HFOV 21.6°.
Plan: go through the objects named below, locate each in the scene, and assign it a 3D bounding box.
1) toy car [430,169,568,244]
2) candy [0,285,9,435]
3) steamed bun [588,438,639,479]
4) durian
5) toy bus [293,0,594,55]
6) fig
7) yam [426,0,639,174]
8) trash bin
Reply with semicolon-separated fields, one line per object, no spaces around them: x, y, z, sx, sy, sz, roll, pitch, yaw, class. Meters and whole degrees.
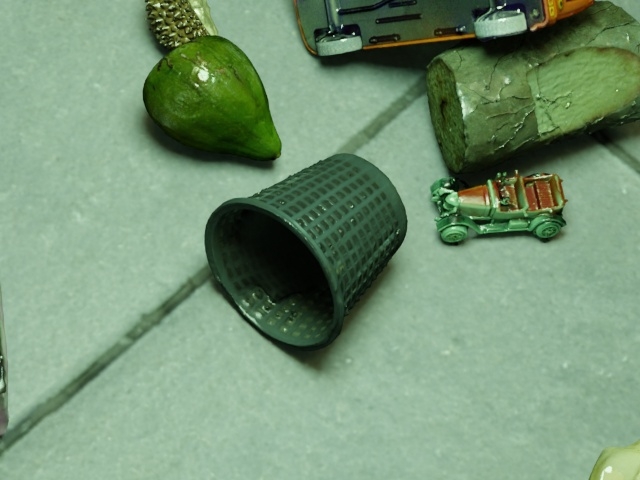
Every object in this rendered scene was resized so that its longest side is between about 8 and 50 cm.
0.191;-0.039;1.800;0.143;0.054;0.073;-2;62;-10;toy car
-0.386;0.061;1.621;0.156;0.116;0.265;-6;62;-11;candy
0.318;0.287;1.611;0.178;0.106;0.192;4;69;-11;steamed bun
-0.151;-0.241;1.853;0.071;0.110;0.140;-32;78;13;durian
0.124;-0.285;1.811;0.153;0.329;0.143;-21;105;-48;toy bus
-0.108;-0.137;1.779;0.123;0.123;0.156;-39;91;-25;fig
0.230;-0.170;1.827;0.254;0.154;0.154;-20;66;-19;yam
0.000;0.000;1.699;0.175;0.175;0.161;42;52;15;trash bin
